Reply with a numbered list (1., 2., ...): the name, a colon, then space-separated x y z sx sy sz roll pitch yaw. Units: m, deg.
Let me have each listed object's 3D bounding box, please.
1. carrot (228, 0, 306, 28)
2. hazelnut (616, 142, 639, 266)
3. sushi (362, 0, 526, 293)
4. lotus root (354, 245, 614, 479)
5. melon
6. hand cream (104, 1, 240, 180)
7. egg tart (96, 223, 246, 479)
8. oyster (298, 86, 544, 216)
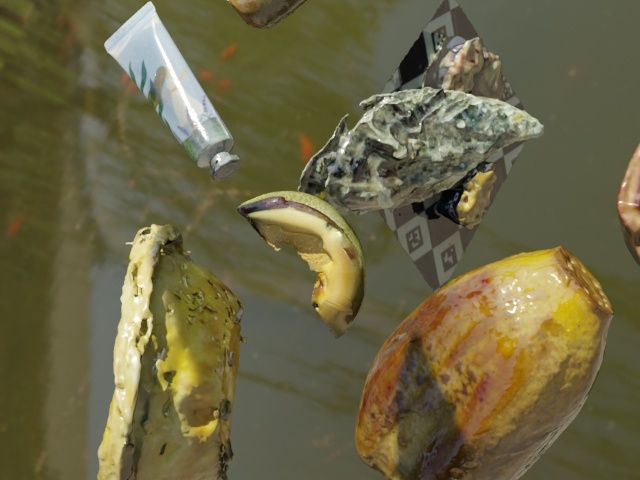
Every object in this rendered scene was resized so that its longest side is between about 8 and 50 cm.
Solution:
1. carrot: 0.050 -0.311 1.108 0.342 0.070 0.070 -47 28 8
2. hazelnut: 0.428 -0.028 1.515 0.170 0.160 0.202 -25 54 6
3. sushi: 0.178 -0.118 1.709 0.059 0.294 0.292 15 64 43
4. lotus root: 0.161 0.122 1.255 0.291 0.193 0.193 -57 25 32
5. melon: 0.000 0.000 1.290 0.079 0.160 0.128 -35 14 17
6. hand cream: -0.193 -0.192 1.764 0.091 0.058 0.271 -41 69 16
7. egg tart: -0.098 0.090 0.891 0.212 0.090 0.213 -176 90 -90
8. oyster: 0.098 -0.088 1.469 0.199 0.252 0.087 -62 38 17
